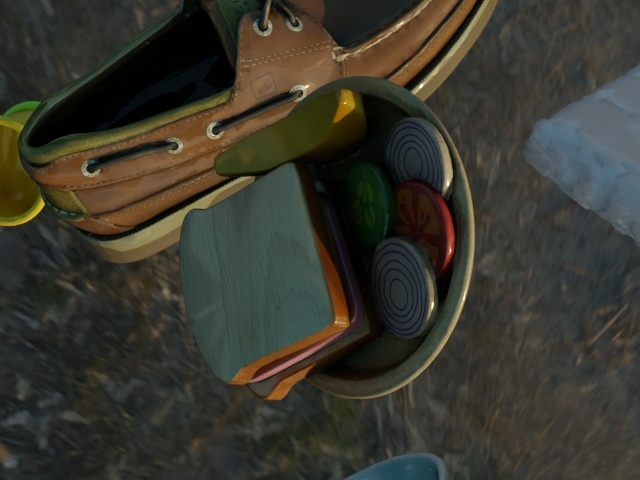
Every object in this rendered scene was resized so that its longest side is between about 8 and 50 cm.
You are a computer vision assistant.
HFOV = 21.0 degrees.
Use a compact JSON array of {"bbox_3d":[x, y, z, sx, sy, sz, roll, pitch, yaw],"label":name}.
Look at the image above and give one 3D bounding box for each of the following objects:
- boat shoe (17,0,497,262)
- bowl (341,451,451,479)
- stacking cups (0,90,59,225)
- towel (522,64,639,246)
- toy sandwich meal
[{"bbox_3d":[-0.032,-0.105,1.000,0.307,0.104,0.110,-37,47,0],"label":"boat shoe"},{"bbox_3d":[0.023,0.337,1.433,0.311,0.311,0.163,-37,99,-3],"label":"bowl"},{"bbox_3d":[-0.201,-0.096,1.551,0.096,0.316,0.096,7,107,23],"label":"stacking cups"},{"bbox_3d":[0.354,-0.031,1.163,0.332,0.053,0.317,37,47,27],"label":"towel"},{"bbox_3d":[0.000,0.000,0.411,0.085,0.029,0.085,-1,89,47],"label":"toy sandwich meal"}]
